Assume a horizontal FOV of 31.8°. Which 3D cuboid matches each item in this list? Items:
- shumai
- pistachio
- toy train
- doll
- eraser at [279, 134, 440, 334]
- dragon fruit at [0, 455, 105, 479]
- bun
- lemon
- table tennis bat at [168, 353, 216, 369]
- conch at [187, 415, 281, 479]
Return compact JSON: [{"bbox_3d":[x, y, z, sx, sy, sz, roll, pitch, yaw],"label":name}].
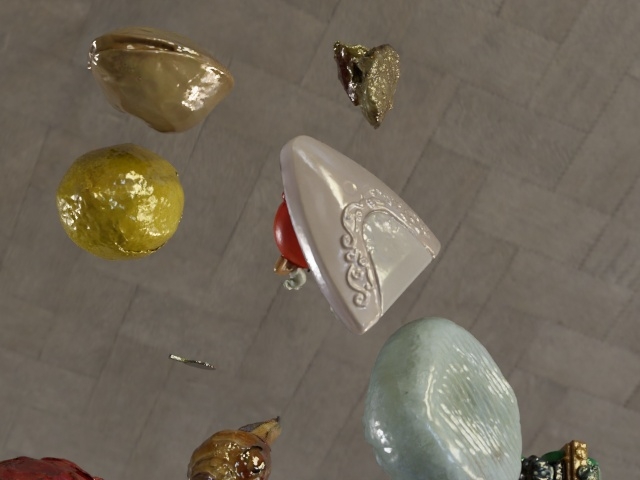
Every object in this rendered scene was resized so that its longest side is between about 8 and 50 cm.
[{"bbox_3d":[0.072,-0.235,1.705,0.105,0.123,0.139,7,169,36],"label":"shumai"},{"bbox_3d":[-0.253,-0.263,1.782,0.213,0.260,0.162,-11,79,7],"label":"pistachio"},{"bbox_3d":[0.251,0.309,1.340,0.136,0.091,0.227,13,146,-9],"label":"toy train"},{"bbox_3d":[0.000,0.000,1.744,0.217,0.085,0.183,41,84,-28],"label":"doll"},{"bbox_3d":[0.038,-0.031,1.419,0.059,0.204,0.243,-26,104,48],"label":"eraser"},{"bbox_3d":[-0.487,0.495,1.852,0.296,0.295,0.302,-32,158,18],"label":"dragon fruit"},{"bbox_3d":[0.078,0.126,0.777,0.083,0.140,0.141,-25,117,29],"label":"bun"},{"bbox_3d":[-0.337,-0.066,1.905,0.204,0.260,0.204,0,91,21],"label":"lemon"},{"bbox_3d":[-0.206,0.196,1.804,0.083,0.007,0.050,21,162,-31],"label":"table tennis bat"},{"bbox_3d":[-0.090,0.244,1.229,0.086,0.233,0.080,-18,82,6],"label":"conch"}]
